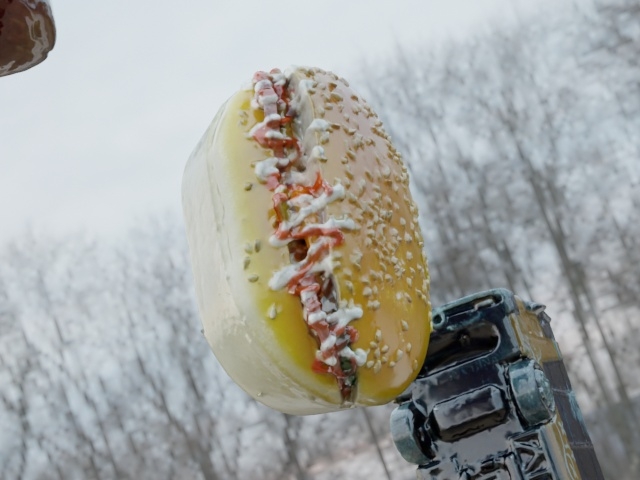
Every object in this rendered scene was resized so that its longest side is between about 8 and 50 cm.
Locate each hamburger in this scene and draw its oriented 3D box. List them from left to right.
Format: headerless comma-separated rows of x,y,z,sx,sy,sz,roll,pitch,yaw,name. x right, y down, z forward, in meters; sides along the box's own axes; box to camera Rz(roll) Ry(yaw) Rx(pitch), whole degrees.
0.000,0.000,1.286,0.151,0.295,0.227,-31,-27,35,hamburger

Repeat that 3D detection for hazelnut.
-0.459,-0.321,2.082,0.229,0.229,0.229,-20,-9,-3,hazelnut

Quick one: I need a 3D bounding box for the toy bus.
0.184,0.223,1.488,0.162,0.323,0.194,-23,-16,18,toy bus
